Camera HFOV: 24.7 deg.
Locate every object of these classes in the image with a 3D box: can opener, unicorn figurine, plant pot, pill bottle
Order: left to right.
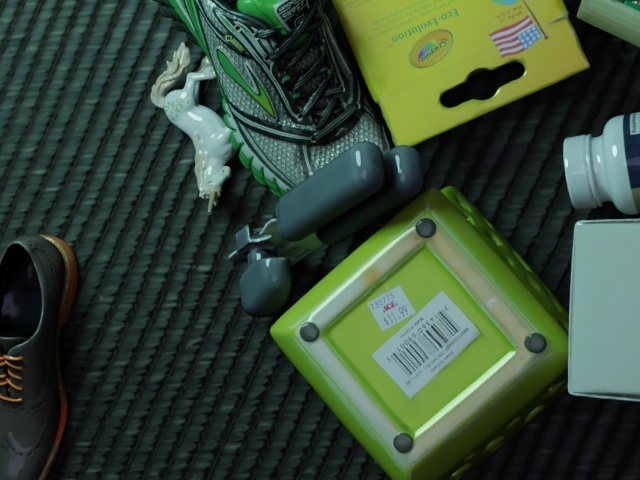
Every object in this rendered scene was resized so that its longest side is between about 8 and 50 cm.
[{"bbox_3d":[-0.107,-0.112,1.448,0.111,0.060,0.162,-46,65,5],"label":"unicorn figurine"},{"bbox_3d":[0.000,0.000,1.321,0.076,0.283,0.095,4,72,-26],"label":"can opener"},{"bbox_3d":[0.100,0.092,1.321,0.228,0.207,0.227,-41,81,4],"label":"plant pot"},{"bbox_3d":[0.313,-0.074,1.345,0.169,0.094,0.094,-9,85,19],"label":"pill bottle"}]

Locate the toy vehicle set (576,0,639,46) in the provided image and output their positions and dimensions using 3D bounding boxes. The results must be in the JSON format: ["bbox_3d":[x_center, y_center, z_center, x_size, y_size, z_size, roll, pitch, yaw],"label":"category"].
[{"bbox_3d":[0.388,-0.211,1.334,0.267,0.035,0.166,27,60,10],"label":"toy vehicle set"}]

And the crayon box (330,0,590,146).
[{"bbox_3d":[0.104,-0.262,1.404,0.202,0.081,0.318,-23,82,8],"label":"crayon box"}]

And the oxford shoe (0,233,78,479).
[{"bbox_3d":[-0.305,0.127,1.441,0.097,0.098,0.271,3,87,10],"label":"oxford shoe"}]

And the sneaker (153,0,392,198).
[{"bbox_3d":[-0.041,-0.167,1.360,0.134,0.146,0.343,-38,96,-19],"label":"sneaker"}]

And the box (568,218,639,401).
[{"bbox_3d":[0.302,0.065,1.262,0.127,0.232,0.148,1,85,23],"label":"box"}]
